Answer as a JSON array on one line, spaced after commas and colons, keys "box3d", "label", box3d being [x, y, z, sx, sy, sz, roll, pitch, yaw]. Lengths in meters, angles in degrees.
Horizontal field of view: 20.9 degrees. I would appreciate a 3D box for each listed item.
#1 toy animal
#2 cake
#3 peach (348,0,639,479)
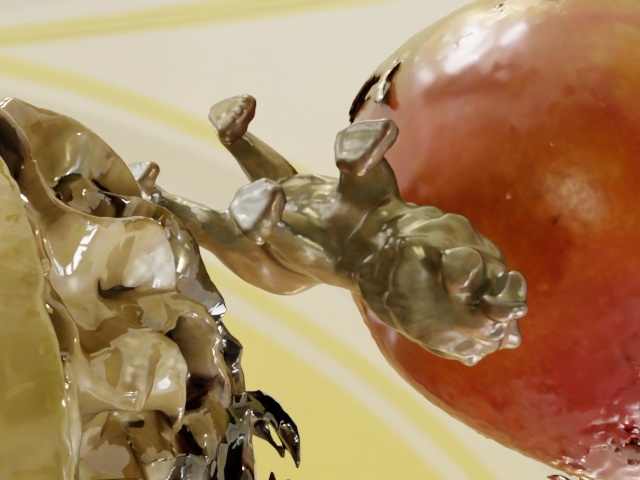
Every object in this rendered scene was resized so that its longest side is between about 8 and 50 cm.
[{"box3d": [0.000, 0.000, 1.028, 0.312, 0.097, 0.157, 11, -33, 54], "label": "toy animal"}, {"box3d": [-0.155, 0.098, 0.890, 0.332, 0.321, 0.332, 17, -71, 63], "label": "cake"}, {"box3d": [0.190, 0.001, 1.169, 0.370, 0.370, 0.370, 14, -71, 43], "label": "peach"}]
